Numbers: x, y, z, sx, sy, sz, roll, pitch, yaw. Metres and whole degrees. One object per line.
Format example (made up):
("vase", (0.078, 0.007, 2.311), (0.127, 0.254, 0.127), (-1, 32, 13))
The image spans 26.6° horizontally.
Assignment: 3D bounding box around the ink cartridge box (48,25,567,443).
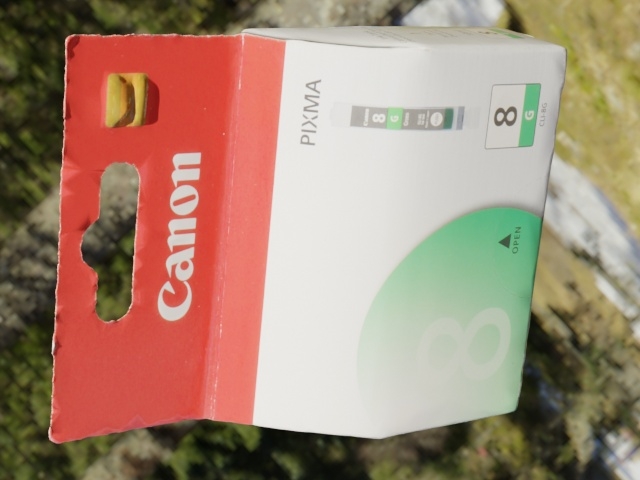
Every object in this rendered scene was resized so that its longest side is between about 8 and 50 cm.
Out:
("ink cartridge box", (0.000, 0.000, 0.588), (0.056, 0.225, 0.181), (27, 117, 50))
